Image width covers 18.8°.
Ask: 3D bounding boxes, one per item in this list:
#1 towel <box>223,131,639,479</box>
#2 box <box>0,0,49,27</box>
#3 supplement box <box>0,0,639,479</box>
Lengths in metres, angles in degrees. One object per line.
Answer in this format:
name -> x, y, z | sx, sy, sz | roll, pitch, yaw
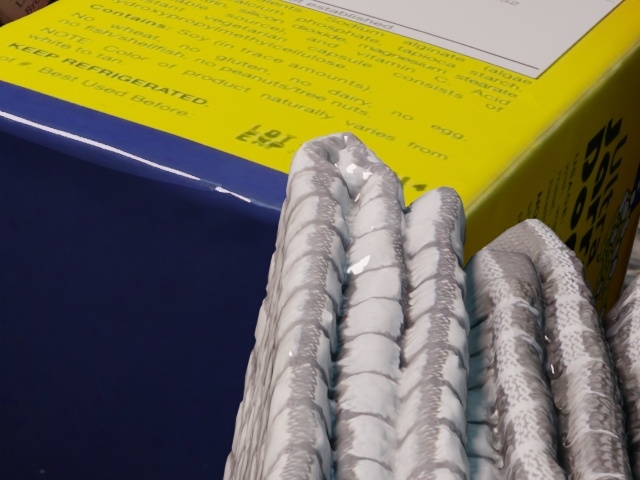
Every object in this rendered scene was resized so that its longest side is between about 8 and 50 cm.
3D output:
towel -> 0.025, 0.139, 0.464 | 0.121, 0.235, 0.283 | 12, 26, -5
box -> -0.236, -0.251, 1.148 | 0.127, 0.148, 0.232 | 28, -8, 31
supplement box -> 0.000, 0.000, 0.786 | 0.194, 0.195, 0.356 | 19, 28, 18
